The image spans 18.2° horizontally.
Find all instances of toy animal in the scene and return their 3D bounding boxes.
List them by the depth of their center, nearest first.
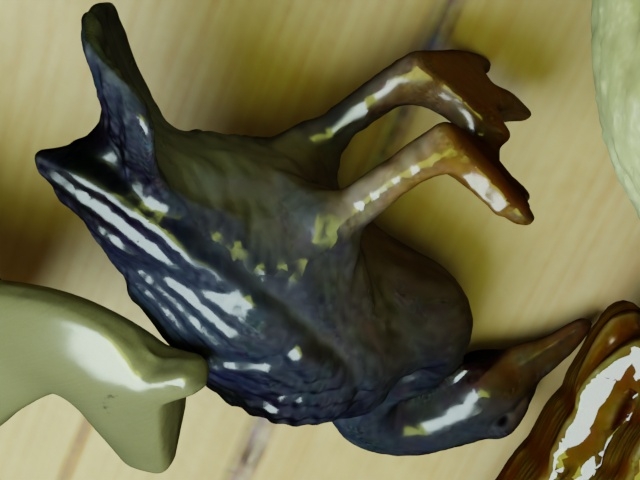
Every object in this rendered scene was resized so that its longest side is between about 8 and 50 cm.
[{"bbox_3d":[0.000,0.000,0.890,0.298,0.122,0.185,22,126,-33],"label":"toy animal"}]

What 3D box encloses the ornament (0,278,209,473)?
[{"bbox_3d":[-0.178,0.039,0.917,0.230,0.061,0.245,46,141,-16],"label":"ornament"}]

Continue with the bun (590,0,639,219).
[{"bbox_3d":[0.279,-0.089,0.705,0.349,0.227,0.352,-14,76,-14],"label":"bun"}]

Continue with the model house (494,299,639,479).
[{"bbox_3d":[0.176,0.127,0.893,0.229,0.199,0.219,-18,103,2],"label":"model house"}]
